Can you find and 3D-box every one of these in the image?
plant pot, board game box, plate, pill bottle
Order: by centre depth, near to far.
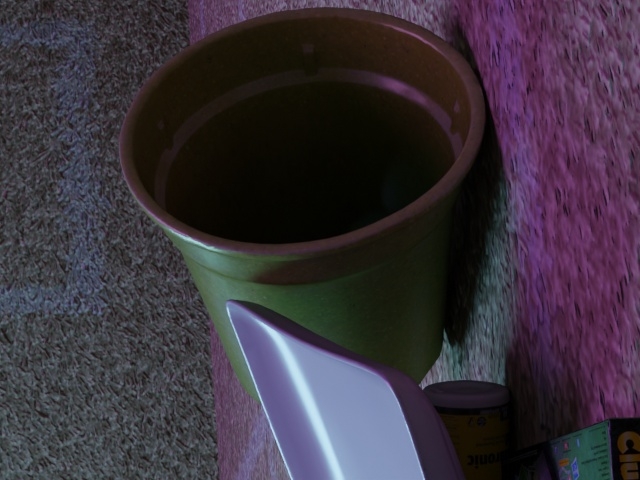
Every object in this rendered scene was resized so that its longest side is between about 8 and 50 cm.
[{"bbox_3d":[0.158,0.188,1.211,0.259,0.030,0.136,129,140,-77],"label":"board game box"},{"bbox_3d":[0.045,0.178,1.363,0.278,0.045,0.277,20,135,63],"label":"plate"},{"bbox_3d":[0.105,0.163,1.420,0.065,0.065,0.116,-140,48,-78],"label":"pill bottle"},{"bbox_3d":[0.000,0.000,1.552,0.276,0.276,0.254,-101,1,-46],"label":"plant pot"}]
